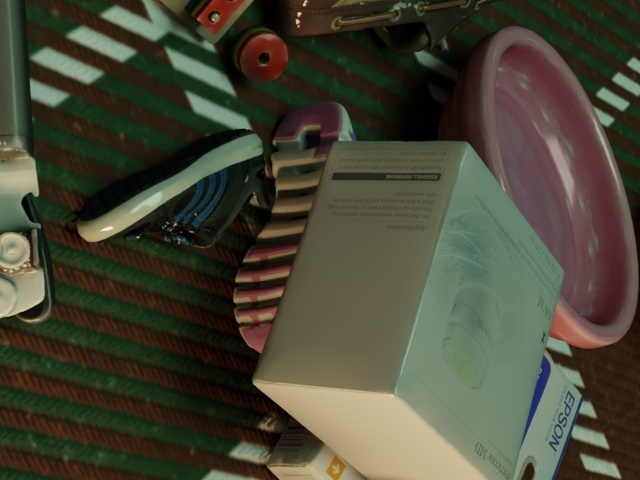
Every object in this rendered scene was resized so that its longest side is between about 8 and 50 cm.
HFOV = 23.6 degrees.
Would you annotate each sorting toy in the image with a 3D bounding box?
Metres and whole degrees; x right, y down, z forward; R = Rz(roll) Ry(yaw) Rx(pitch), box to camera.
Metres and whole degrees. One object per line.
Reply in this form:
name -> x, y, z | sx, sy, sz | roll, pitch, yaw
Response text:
sorting toy -> -0.092, -0.249, 1.254 | 0.132, 0.046, 0.274 | -48, 125, 4

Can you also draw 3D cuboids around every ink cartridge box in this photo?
ink cartridge box -> 0.114, 0.179, 1.465 | 0.307, 0.072, 0.304 | 52, 50, -33

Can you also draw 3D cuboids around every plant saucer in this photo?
plant saucer -> 0.214, -0.047, 1.537 | 0.332, 0.084, 0.332 | 37, 44, -46

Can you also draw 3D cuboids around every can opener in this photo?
can opener -> -0.244, -0.077, 1.116 | 0.093, 0.074, 0.280 | 130, -45, -87

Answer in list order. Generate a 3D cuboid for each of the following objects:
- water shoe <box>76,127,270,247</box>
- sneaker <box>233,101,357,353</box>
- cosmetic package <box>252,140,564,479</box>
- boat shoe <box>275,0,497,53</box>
water shoe -> -0.108, -0.026, 1.244 | 0.203, 0.073, 0.080 | -32, 111, -44
sneaker -> 0.000, 0.000, 1.348 | 0.104, 0.095, 0.236 | 39, 57, -46
cosmetic package -> 0.082, 0.069, 1.267 | 0.224, 0.138, 0.225 | 45, 56, -48
boat shoe -> 0.084, -0.241, 1.463 | 0.342, 0.123, 0.123 | -13, 125, -49
